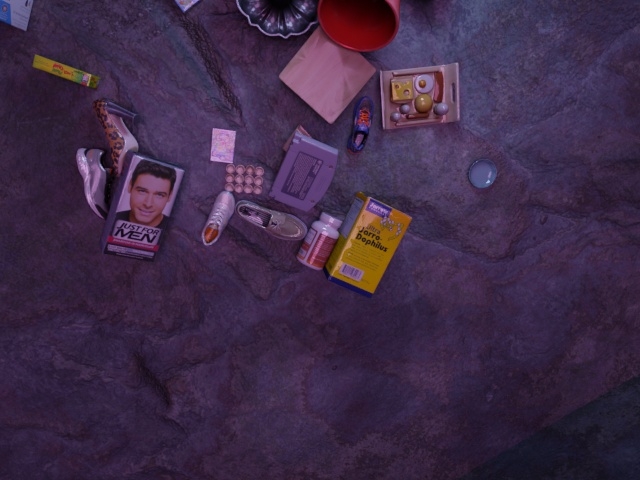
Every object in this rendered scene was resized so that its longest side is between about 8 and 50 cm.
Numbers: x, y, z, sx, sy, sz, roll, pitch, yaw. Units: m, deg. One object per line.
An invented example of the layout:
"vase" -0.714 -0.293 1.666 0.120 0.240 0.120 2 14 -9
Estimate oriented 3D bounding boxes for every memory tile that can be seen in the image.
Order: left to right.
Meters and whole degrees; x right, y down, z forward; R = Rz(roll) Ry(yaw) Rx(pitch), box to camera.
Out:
"memory tile" -0.297 -0.240 1.732 0.148 0.012 0.113 4 106 -8

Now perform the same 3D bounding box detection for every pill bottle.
"pill bottle" 0.000 0.000 1.774 0.121 0.121 0.216 25 99 -12

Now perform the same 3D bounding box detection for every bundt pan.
"bundt pan" -0.139 -0.869 1.546 0.331 0.124 0.330 -2 104 -7

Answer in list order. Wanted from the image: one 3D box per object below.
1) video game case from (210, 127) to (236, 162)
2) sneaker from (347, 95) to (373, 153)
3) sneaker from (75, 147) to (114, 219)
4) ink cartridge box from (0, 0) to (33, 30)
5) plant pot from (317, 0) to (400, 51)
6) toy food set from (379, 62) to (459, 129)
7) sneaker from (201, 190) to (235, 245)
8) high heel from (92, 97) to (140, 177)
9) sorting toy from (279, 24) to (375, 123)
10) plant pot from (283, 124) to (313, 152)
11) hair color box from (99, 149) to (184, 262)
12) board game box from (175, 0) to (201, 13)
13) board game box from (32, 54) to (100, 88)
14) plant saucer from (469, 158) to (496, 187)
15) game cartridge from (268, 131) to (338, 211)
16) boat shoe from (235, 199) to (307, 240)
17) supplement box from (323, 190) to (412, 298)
"video game case" -0.372 -0.361 1.696 0.087 0.011 0.122 6 103 -9
"sneaker" 0.163 -0.440 1.706 0.083 0.087 0.221 7 103 -10
"sneaker" -0.811 -0.207 1.635 0.108 0.100 0.271 -11 105 -10
"ink cartridge box" -1.043 -0.851 1.397 0.197 0.198 0.270 19 101 -11
"plant pot" 0.149 -0.825 1.488 0.275 0.275 0.243 19 71 -11
"toy food set" 0.379 -0.551 1.704 0.306 0.092 0.219 -8 105 -6
"sneaker" -0.393 -0.082 1.719 0.087 0.092 0.228 21 99 -10
"high heel" -0.765 -0.376 1.624 0.186 0.093 0.261 26 112 9
"sorting toy" 0.021 -0.613 1.645 0.255 0.089 0.257 39 96 -14
"plant pot" -0.081 -0.362 1.690 0.096 0.109 0.109 -40 105 17
"hair color box" -0.659 -0.122 1.634 0.185 0.114 0.374 14 102 -36
"board game box" -0.486 -0.891 1.546 0.103 0.026 0.154 -36 105 2
"board game box" -0.875 -0.582 1.537 0.181 0.092 0.043 18 101 -11
"plant saucer" 0.669 -0.278 1.843 0.119 0.021 0.119 -2 103 -8
"game cartridge" -0.058 -0.248 1.679 0.198 0.062 0.297 19 130 -15
"boat shoe" -0.194 -0.070 1.746 0.302 0.094 0.109 20 100 -11
"supplement box" 0.174 0.012 1.760 0.195 0.194 0.356 24 100 -12
